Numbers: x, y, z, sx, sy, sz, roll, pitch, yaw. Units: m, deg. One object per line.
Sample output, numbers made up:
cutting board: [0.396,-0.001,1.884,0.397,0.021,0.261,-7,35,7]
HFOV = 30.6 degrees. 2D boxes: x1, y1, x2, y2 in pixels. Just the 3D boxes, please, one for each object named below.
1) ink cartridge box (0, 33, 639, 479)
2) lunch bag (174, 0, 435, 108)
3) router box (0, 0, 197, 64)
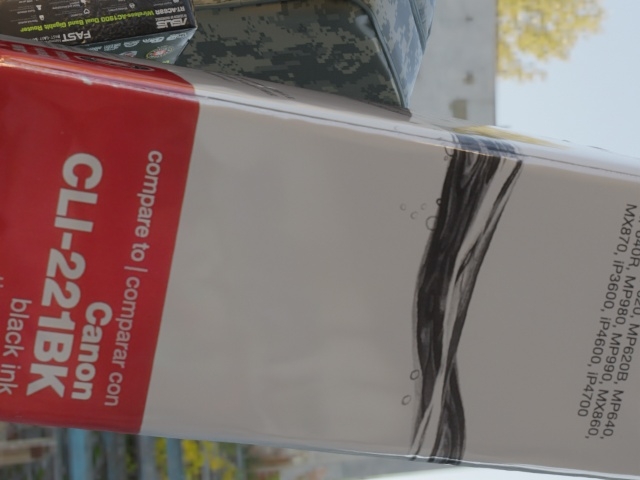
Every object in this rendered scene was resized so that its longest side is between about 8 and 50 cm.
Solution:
ink cartridge box: [0.000,0.000,0.460,0.197,0.273,0.114,-143,-117,-71]
lunch bag: [-0.022,-0.278,1.261,0.212,0.305,0.256,56,41,-51]
router box: [-0.142,-0.114,0.682,0.092,0.122,0.038,-32,-107,66]
